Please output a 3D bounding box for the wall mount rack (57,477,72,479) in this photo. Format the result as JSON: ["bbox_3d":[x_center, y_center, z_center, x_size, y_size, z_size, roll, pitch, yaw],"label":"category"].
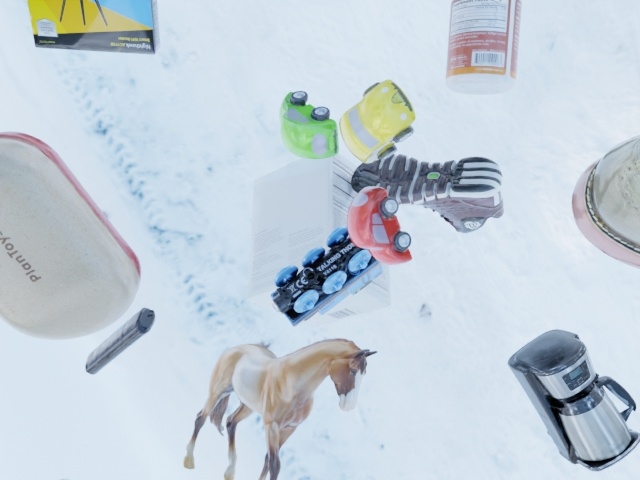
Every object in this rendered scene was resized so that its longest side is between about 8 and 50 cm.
[{"bbox_3d":[-0.226,0.316,0.359,0.350,0.304,0.130,-25,127,6],"label":"wall mount rack"}]

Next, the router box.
[{"bbox_3d":[-0.326,-0.344,0.939,0.178,0.046,0.133,3,123,0],"label":"router box"}]

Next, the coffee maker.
[{"bbox_3d":[0.366,0.237,0.991,0.171,0.120,0.178,-21,102,57],"label":"coffee maker"}]

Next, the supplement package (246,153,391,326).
[{"bbox_3d":[0.000,0.000,1.267,0.199,0.198,0.263,-20,56,34],"label":"supplement package"}]

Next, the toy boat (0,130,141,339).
[{"bbox_3d":[-0.284,-0.012,0.675,0.151,0.151,0.231,-26,118,9],"label":"toy boat"}]

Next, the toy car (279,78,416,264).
[{"bbox_3d":[0.014,-0.096,0.735,0.225,0.053,0.239,41,151,37],"label":"toy car"}]

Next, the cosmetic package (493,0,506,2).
[{"bbox_3d":[0.041,-0.203,0.223,0.113,0.309,0.160,29,108,14],"label":"cosmetic package"}]

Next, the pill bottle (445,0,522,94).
[{"bbox_3d":[0.282,-0.368,1.122,0.121,0.121,0.216,5,92,15],"label":"pill bottle"}]

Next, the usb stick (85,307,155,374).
[{"bbox_3d":[-0.497,0.251,1.609,0.045,0.077,0.278,35,127,-26],"label":"usb stick"}]

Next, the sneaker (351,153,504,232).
[{"bbox_3d":[0.200,-0.069,1.191,0.281,0.162,0.106,7,60,32],"label":"sneaker"}]

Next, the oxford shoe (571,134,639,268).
[{"bbox_3d":[0.426,0.006,0.548,0.396,0.146,0.141,15,79,9],"label":"oxford shoe"}]

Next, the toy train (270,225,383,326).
[{"bbox_3d":[0.010,0.057,0.978,0.184,0.105,0.080,-37,61,-8],"label":"toy train"}]

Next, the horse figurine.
[{"bbox_3d":[-0.064,0.169,0.661,0.066,0.263,0.175,23,78,-29],"label":"horse figurine"}]
